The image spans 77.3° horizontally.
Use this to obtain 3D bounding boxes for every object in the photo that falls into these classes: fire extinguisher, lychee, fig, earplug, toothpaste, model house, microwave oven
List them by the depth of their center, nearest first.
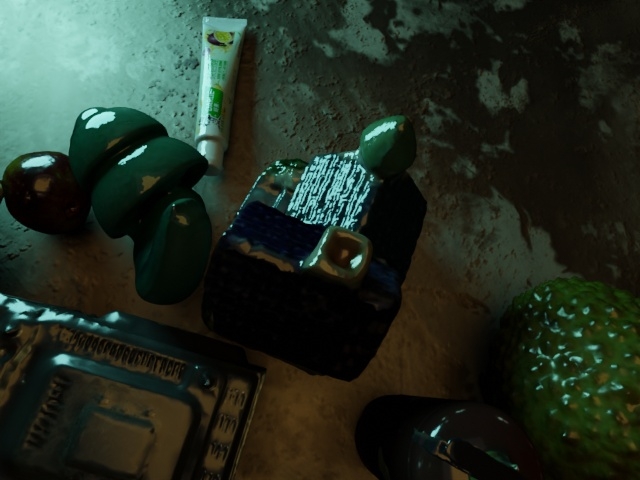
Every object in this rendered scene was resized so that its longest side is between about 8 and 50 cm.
[{"bbox_3d":[0.113,0.217,0.409,0.135,0.337,0.114,27,69,2],"label":"fire extinguisher"},{"bbox_3d":[-0.231,0.205,0.448,0.295,0.181,0.237,17,73,-2],"label":"microwave oven"},{"bbox_3d":[-0.221,-0.054,0.492,0.164,0.257,0.280,-41,89,7],"label":"earplug"},{"bbox_3d":[0.350,0.201,0.494,0.270,0.270,0.320,-2,36,-9],"label":"lychee"},{"bbox_3d":[0.002,0.002,0.496,0.243,0.284,0.298,24,71,-5],"label":"model house"},{"bbox_3d":[-0.388,-0.075,0.557,0.155,0.103,0.109,25,82,29],"label":"fig"},{"bbox_3d":[-0.170,-0.252,0.666,0.058,0.056,0.314,20,61,-44],"label":"toothpaste"}]

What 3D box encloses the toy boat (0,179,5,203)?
[{"bbox_3d":[-0.489,-0.087,0.515,0.226,0.068,0.088,16,111,29],"label":"toy boat"}]
